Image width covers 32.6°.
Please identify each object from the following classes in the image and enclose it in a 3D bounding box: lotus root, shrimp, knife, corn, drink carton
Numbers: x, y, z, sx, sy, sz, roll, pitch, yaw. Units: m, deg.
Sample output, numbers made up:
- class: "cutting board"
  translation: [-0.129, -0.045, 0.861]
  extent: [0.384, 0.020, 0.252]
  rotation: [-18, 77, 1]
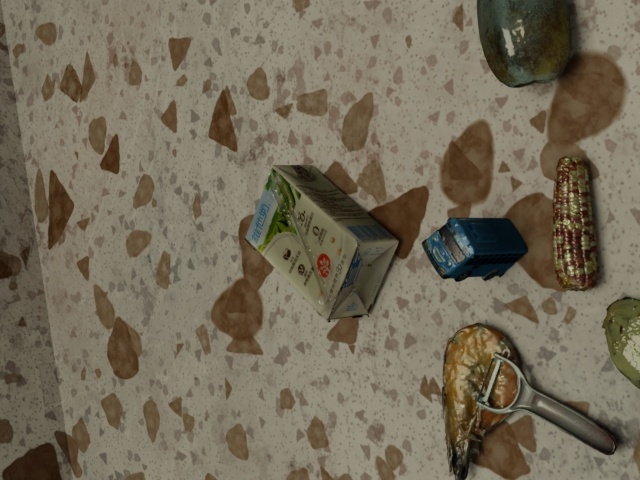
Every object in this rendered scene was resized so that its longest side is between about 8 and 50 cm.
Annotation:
- class: "lotus root"
  translation: [0.349, -0.427, 1.934]
  extent: [0.158, 0.140, 0.322]
  rotation: [-16, 78, 45]
- class: "shrimp"
  translation: [0.302, 0.313, 2.075]
  extent: [0.164, 0.062, 0.316]
  rotation: [9, 98, 40]
- class: "lotus root"
  translation: [0.528, 0.162, 1.826]
  extent: [0.144, 0.070, 0.143]
  rotation: [41, 119, 37]
- class: "knife"
  translation: [0.416, 0.298, 1.957]
  extent: [0.278, 0.053, 0.123]
  rotation: [26, 109, 35]
- class: "corn"
  translation: [0.443, -0.029, 1.906]
  extent: [0.079, 0.080, 0.237]
  rotation: [-3, 87, 46]
- class: "drink carton"
  translation: [0.000, 0.000, 2.314]
  extent: [0.324, 0.132, 0.194]
  rotation: [43, 121, 38]

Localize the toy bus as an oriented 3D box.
- class: "toy bus"
  translation: [0.281, 0.012, 1.991]
  extent: [0.106, 0.185, 0.090]
  rotation: [-45, 62, 34]
